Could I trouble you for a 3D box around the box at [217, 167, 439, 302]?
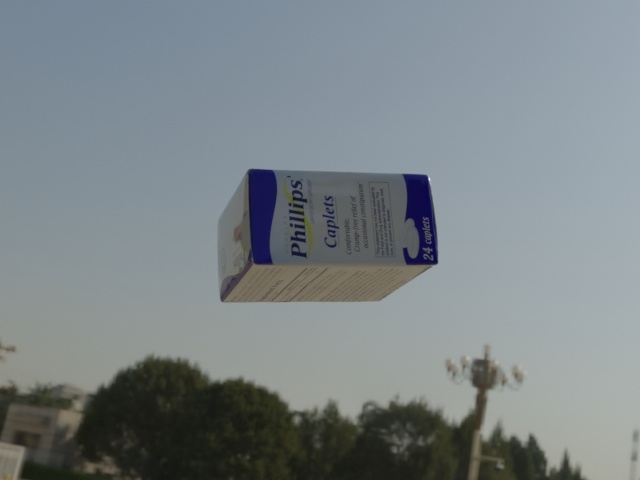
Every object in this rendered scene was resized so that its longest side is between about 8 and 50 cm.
[{"bbox_3d":[0.000,0.000,0.699,0.137,0.072,0.126,0,-16,-17],"label":"box"}]
